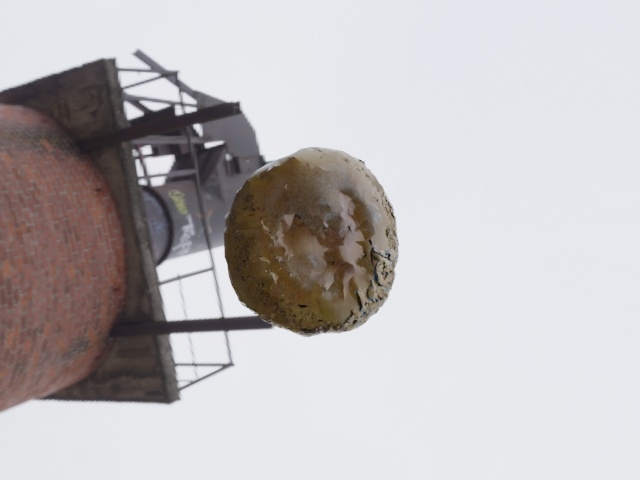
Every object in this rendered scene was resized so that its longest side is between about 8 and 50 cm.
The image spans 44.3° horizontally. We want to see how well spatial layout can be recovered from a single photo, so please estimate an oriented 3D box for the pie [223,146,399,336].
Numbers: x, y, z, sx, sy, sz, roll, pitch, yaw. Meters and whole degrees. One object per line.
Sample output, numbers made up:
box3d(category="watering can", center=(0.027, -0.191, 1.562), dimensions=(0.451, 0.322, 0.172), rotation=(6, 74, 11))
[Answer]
box3d(category="pie", center=(0.000, 0.000, 1.039), dimensions=(0.069, 0.273, 0.273), rotation=(-19, -91, 63))
